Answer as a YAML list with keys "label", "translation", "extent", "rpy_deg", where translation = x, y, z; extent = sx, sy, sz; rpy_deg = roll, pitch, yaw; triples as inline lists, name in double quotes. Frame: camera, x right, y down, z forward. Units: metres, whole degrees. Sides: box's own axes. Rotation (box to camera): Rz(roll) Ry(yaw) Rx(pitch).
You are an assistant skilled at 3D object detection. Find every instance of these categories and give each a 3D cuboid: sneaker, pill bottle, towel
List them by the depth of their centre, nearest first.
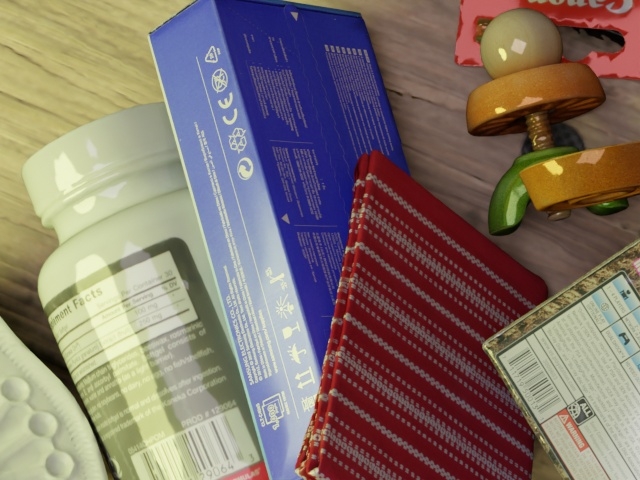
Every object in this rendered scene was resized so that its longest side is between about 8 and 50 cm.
- label: "towel"
  translation: [0.076, 0.089, 1.319]
  extent: [0.031, 0.199, 0.275]
  rpy_deg: [-28, 38, 39]
- label: "pill bottle"
  translation: [-0.101, 0.067, 1.425]
  extent: [0.176, 0.176, 0.319]
  rpy_deg: [-25, 82, 13]
- label: "sneaker"
  translation: [-0.276, 0.174, 1.467]
  extent: [0.323, 0.130, 0.236]
  rpy_deg: [56, 146, 21]

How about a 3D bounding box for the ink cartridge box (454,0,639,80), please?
- label: "ink cartridge box"
  translation: [0.195, -0.241, 1.420]
  extent: [0.189, 0.066, 0.232]
  rpy_deg: [6, 86, 15]

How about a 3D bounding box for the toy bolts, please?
- label: "toy bolts"
  translation: [0.218, -0.108, 1.341]
  extent: [0.228, 0.218, 0.159]
  rpy_deg: [-11, 84, -1]

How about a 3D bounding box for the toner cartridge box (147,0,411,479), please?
- label: "toner cartridge box"
  translation: [0.000, 0.000, 1.374]
  extent: [0.075, 0.165, 0.348]
  rpy_deg: [-28, 70, 37]

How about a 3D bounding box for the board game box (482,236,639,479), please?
- label: "board game box"
  translation: [0.297, 0.088, 1.257]
  extent: [0.291, 0.141, 0.232]
  rpy_deg: [-35, 75, 16]
